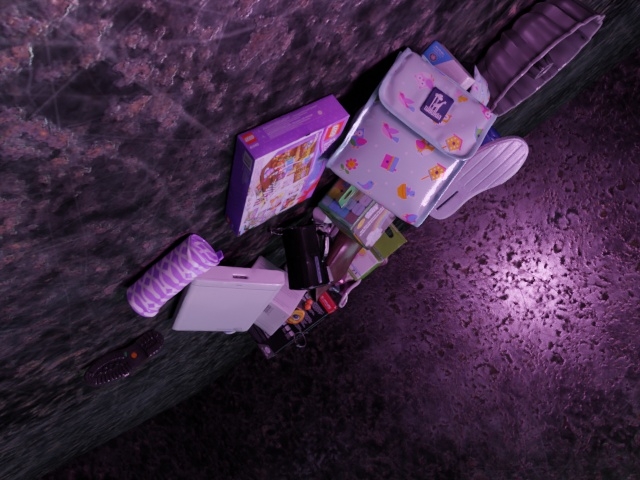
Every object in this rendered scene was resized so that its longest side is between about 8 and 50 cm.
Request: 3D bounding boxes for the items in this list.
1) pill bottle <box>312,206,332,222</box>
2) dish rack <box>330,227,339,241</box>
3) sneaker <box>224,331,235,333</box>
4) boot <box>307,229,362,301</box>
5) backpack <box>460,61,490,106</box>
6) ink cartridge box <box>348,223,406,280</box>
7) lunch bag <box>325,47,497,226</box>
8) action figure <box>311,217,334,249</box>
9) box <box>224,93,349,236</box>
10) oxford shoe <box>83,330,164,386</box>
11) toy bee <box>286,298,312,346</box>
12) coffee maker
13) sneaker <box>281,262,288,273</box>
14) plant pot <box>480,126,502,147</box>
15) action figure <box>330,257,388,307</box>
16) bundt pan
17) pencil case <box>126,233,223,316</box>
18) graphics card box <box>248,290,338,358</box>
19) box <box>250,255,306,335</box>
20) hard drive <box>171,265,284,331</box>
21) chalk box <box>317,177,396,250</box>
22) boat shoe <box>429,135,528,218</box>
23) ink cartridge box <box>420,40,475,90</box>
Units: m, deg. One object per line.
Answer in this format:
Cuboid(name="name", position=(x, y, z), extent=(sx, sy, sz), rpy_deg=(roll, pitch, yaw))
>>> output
Cuboid(name="pill bottle", position=(0.034, -0.088, 1.405), extent=(0.120, 0.067, 0.067), rpy_deg=(-24, 163, -48))
Cuboid(name="dish rack", position=(0.125, -0.063, 1.772), extent=(0.333, 0.072, 0.286), rpy_deg=(-42, 167, 25))
Cuboid(name="sneaker", position=(-0.312, 0.276, 1.841), extent=(0.211, 0.080, 0.081), rpy_deg=(-50, 159, 14))
Cuboid(name="boot", position=(0.046, 0.061, 1.459), extent=(0.207, 0.090, 0.248), rpy_deg=(-47, 160, -35))
Cuboid(name="backpack", position=(0.296, -0.302, 1.072), extent=(0.115, 0.152, 0.181), rpy_deg=(36, 74, -45))
Cuboid(name="ink cartridge box", position=(0.196, 0.015, 2.003), extent=(0.255, 0.188, 0.097), rpy_deg=(-43, 166, 20))
Cuboid(name="lunch bag", position=(0.172, -0.195, 0.914), extent=(0.262, 0.224, 0.160), rpy_deg=(-54, -178, 19))
Cuboid(name="action figure", position=(0.000, 0.000, 1.546), extent=(0.186, 0.099, 0.285), rpy_deg=(-28, 148, -12))
Cuboid(name="box", position=(-0.076, -0.133, 0.922), extent=(0.201, 0.057, 0.293), rpy_deg=(-31, 167, -26))
Cuboid(name="oxford shoe", position=(-0.553, 0.345, 1.358), extent=(0.227, 0.082, 0.096), rpy_deg=(-26, 169, -39))
Cuboid(name="toy bee", position=(-0.114, 0.225, 1.682), extent=(0.298, 0.195, 0.162), rpy_deg=(30, 127, -34))
Cuboid(name="coffee maker", position=(-0.055, 0.048, 1.336), extent=(0.172, 0.178, 0.120), rpy_deg=(-7, 178, -15))
Cuboid(name="sneaker", position=(-0.129, 0.167, 1.876), extent=(0.153, 0.101, 0.268), rpy_deg=(-37, 163, 3))
Cuboid(name="plant pot", position=(0.388, -0.251, 1.424), extent=(0.212, 0.235, 0.236), rpy_deg=(-13, 154, -48))
Cuboid(name="action figure", position=(0.199, 0.100, 2.205), extent=(0.371, 0.275, 0.248), rpy_deg=(-20, 159, -11))
Cuboid(name="bundt pan", position=(0.520, -0.466, 1.206), extent=(0.331, 0.124, 0.331), rpy_deg=(-35, 168, -9))
Cuboid(name="pencil case", position=(-0.305, 0.077, 0.995), extent=(0.206, 0.086, 0.088), rpy_deg=(-38, 135, 12))
Cuboid(name="graphics card box", position=(-0.137, 0.305, 2.055), extent=(0.371, 0.232, 0.094), rpy_deg=(-38, 169, 2))
Cuboid(name="box", position=(-0.170, 0.174, 1.494), extent=(0.119, 0.181, 0.182), rpy_deg=(-56, -176, -40))
Cuboid(name="hard drive", position=(-0.267, 0.171, 1.327), extent=(0.233, 0.047, 0.353), rpy_deg=(6, 149, -23))
Cuboid(name="chalk box", position=(0.092, -0.090, 1.284), extent=(0.132, 0.132, 0.213), rpy_deg=(-49, 149, -3))
Cuboid(name="boat shoe", position=(0.396, -0.173, 1.254), extent=(0.302, 0.109, 0.094), rpy_deg=(-38, -167, 34))
Cuboid(name="ink cartridge box", position=(0.210, -0.301, 0.989), extent=(0.180, 0.104, 0.060), rpy_deg=(-43, 168, 30))
